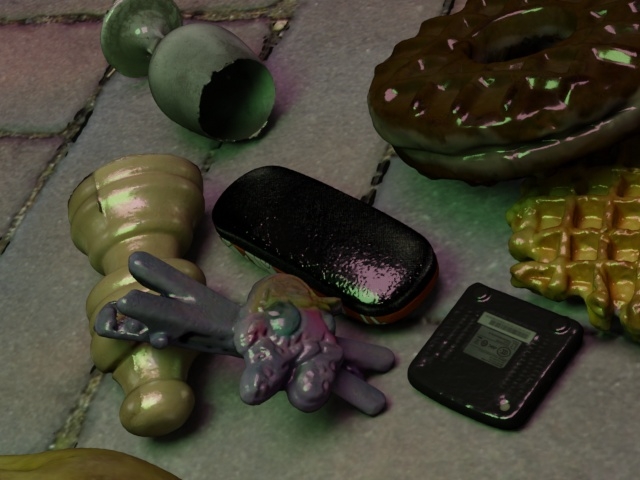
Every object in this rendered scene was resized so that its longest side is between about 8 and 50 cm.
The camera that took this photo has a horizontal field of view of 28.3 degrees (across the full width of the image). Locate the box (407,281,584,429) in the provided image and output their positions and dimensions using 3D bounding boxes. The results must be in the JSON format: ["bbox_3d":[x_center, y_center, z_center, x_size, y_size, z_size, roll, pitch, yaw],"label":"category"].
[{"bbox_3d":[0.153,0.102,1.130,0.126,0.027,0.125,22,62,38],"label":"box"}]

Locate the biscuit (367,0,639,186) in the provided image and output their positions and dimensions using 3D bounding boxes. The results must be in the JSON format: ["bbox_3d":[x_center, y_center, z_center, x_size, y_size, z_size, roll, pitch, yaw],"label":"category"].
[{"bbox_3d":[0.206,-0.166,1.251,0.332,0.103,0.332,-16,29,9],"label":"biscuit"}]

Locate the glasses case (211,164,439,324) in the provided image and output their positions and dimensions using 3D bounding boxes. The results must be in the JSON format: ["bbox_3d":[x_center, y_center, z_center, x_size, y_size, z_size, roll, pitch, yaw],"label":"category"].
[{"bbox_3d":[0.000,0.000,1.257,0.267,0.067,0.103,28,62,39],"label":"glasses case"}]

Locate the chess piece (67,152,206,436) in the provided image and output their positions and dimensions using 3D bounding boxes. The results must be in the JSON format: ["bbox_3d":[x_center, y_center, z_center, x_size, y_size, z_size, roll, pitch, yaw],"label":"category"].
[{"bbox_3d":[-0.169,0.059,1.266,0.139,0.124,0.307,5,45,-22],"label":"chess piece"}]

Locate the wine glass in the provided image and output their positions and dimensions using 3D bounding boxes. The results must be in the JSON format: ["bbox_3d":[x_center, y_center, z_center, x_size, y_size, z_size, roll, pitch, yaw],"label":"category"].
[{"bbox_3d":[-0.157,-0.205,1.484,0.126,0.126,0.241,-39,43,-13],"label":"wine glass"}]

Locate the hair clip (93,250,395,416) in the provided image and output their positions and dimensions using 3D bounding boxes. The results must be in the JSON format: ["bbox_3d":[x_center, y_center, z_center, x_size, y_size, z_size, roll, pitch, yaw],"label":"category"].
[{"bbox_3d":[-0.070,0.087,1.135,0.278,0.090,0.137,13,48,2],"label":"hair clip"}]

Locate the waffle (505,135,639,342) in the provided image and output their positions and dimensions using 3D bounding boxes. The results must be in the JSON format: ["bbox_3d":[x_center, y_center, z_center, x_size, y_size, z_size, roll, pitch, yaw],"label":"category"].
[{"bbox_3d":[0.273,0.000,1.147,0.229,0.057,0.219,-2,48,25],"label":"waffle"}]

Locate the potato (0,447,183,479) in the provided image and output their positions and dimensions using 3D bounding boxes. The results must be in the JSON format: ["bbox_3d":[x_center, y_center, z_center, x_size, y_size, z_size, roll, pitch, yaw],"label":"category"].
[{"bbox_3d":[-0.170,0.274,0.993,0.237,0.301,0.288,-11,77,-12],"label":"potato"}]
